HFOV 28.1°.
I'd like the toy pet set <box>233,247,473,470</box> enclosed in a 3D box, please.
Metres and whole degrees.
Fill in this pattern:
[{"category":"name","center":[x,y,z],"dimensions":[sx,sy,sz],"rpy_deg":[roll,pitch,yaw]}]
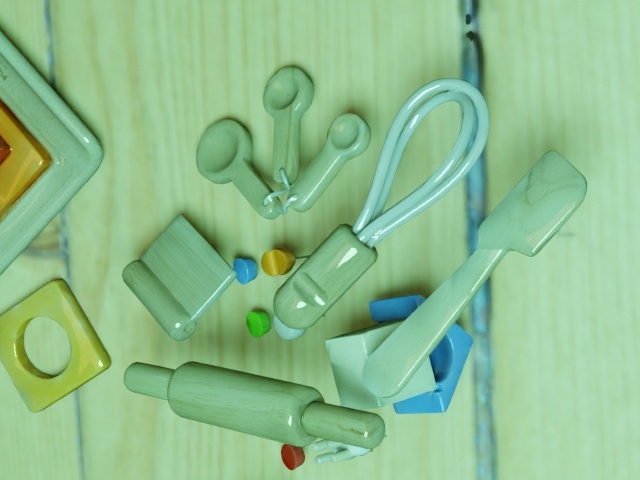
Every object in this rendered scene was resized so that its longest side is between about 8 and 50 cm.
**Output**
[{"category":"toy pet set","center":[0.020,0.056,0.688],"dimensions":[0.114,0.065,0.122],"rpy_deg":[-15,89,56]}]

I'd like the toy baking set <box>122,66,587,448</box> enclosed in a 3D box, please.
[{"category":"toy baking set","center":[-0.003,0.006,0.637],"dimensions":[0.256,0.030,0.197],"rpy_deg":[12,82,38]}]

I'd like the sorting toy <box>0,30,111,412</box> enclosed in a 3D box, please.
[{"category":"sorting toy","center":[-0.247,-0.050,0.764],"dimensions":[0.348,0.047,0.196],"rpy_deg":[47,110,8]}]
